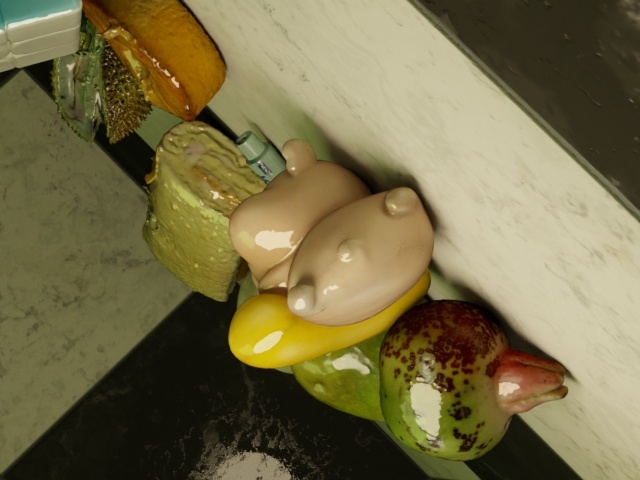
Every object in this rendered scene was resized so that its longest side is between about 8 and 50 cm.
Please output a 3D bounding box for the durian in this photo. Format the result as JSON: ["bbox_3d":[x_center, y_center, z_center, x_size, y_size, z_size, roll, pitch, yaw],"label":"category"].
[{"bbox_3d":[-0.370,-0.299,2.025,0.193,0.138,0.237,41,128,22],"label":"durian"}]

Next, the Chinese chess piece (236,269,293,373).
[{"bbox_3d":[-0.035,0.124,2.007,0.238,0.238,0.092,48,156,-15],"label":"Chinese chess piece"}]

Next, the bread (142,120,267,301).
[{"bbox_3d":[-0.211,-0.047,2.056,0.236,0.165,0.375,37,156,3],"label":"bread"}]

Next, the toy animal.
[{"bbox_3d":[-0.020,0.009,1.426,0.246,0.278,0.345,62,175,15],"label":"toy animal"}]

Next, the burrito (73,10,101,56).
[{"bbox_3d":[-0.434,-0.405,1.951,0.054,0.104,0.288,13,-153,-38],"label":"burrito"}]

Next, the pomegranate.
[{"bbox_3d":[0.193,0.176,1.444,0.248,0.214,0.214,-4,139,33],"label":"pomegranate"}]

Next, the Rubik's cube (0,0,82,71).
[{"bbox_3d":[-0.485,-0.365,1.455,0.291,0.290,0.291,-178,71,-77],"label":"Rubik's cube"}]

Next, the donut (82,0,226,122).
[{"bbox_3d":[-0.241,-0.274,1.577,0.253,0.118,0.253,41,169,10],"label":"donut"}]

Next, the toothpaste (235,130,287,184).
[{"bbox_3d":[-0.027,-0.060,1.782,0.297,0.048,0.075,47,168,-29],"label":"toothpaste"}]

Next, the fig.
[{"bbox_3d":[0.101,0.190,1.738,0.314,0.233,0.233,46,172,-33],"label":"fig"}]
